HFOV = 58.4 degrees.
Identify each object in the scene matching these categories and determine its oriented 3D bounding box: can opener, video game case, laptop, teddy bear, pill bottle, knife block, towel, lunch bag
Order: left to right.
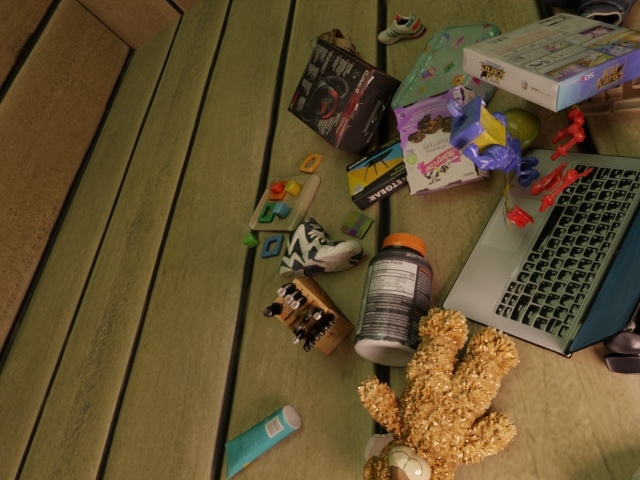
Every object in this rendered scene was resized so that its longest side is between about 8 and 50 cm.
[{"bbox_3d":[-0.053,0.128,1.197,0.088,0.242,0.275,-47,39,3],"label":"knife block"},{"bbox_3d":[0.087,-0.038,1.382,0.083,0.009,0.060,25,78,50],"label":"towel"},{"bbox_3d":[0.148,0.108,1.111,0.130,0.130,0.245,-12,52,38],"label":"pill bottle"},{"bbox_3d":[0.187,0.270,0.917,0.245,0.113,0.338,42,80,13],"label":"teddy bear"},{"bbox_3d":[0.303,-0.385,1.376,0.224,0.108,0.279,24,78,50],"label":"lunch bag"},{"bbox_3d":[0.455,-0.347,1.088,0.270,0.061,0.244,-24,39,-18],"label":"video game case"},{"bbox_3d":[0.390,-0.039,0.914,0.408,0.236,0.382,19,73,49],"label":"laptop"},{"bbox_3d":[0.501,0.143,0.817,0.186,0.073,0.059,-16,11,31],"label":"can opener"}]

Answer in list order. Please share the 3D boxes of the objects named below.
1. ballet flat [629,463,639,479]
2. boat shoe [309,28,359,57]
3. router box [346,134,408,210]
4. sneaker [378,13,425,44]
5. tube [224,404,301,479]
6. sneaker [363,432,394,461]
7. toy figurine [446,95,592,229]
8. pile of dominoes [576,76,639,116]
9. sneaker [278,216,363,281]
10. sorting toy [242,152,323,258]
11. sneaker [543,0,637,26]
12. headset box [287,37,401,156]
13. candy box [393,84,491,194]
[{"bbox_3d":[0.455,0.301,0.719,0.222,0.077,0.079,-30,24,16],"label":"ballet flat"},{"bbox_3d":[0.055,-0.563,1.751,0.116,0.123,0.324,-34,44,14],"label":"boat shoe"},{"bbox_3d":[0.153,-0.170,1.396,0.179,0.046,0.133,-30,43,23],"label":"router box"},{"bbox_3d":[0.224,-0.623,1.669,0.161,0.075,0.057,8,66,46],"label":"sneaker"},{"bbox_3d":[-0.131,0.417,1.199,0.207,0.052,0.080,-39,35,22],"label":"tube"},{"bbox_3d":[0.127,0.348,1.000,0.134,0.051,0.070,-49,37,0],"label":"sneaker"},{"bbox_3d":[0.332,-0.217,1.052,0.191,0.217,0.362,-46,16,42],"label":"toy figurine"},{"bbox_3d":[0.618,-0.307,1.086,0.251,0.040,0.196,2,57,36],"label":"pile of dominoes"},{"bbox_3d":[0.000,0.000,1.366,0.235,0.094,0.153,-25,53,42],"label":"sneaker"},{"bbox_3d":[-0.110,-0.113,1.600,0.196,0.047,0.347,5,63,46],"label":"sorting toy"},{"bbox_3d":[0.562,-0.504,1.242,0.226,0.086,0.163,17,70,48],"label":"sneaker"},{"bbox_3d":[0.063,-0.374,1.515,0.293,0.110,0.218,45,117,42],"label":"headset box"},{"bbox_3d":[0.260,-0.209,1.233,0.165,0.070,0.196,-13,85,37],"label":"candy box"}]
